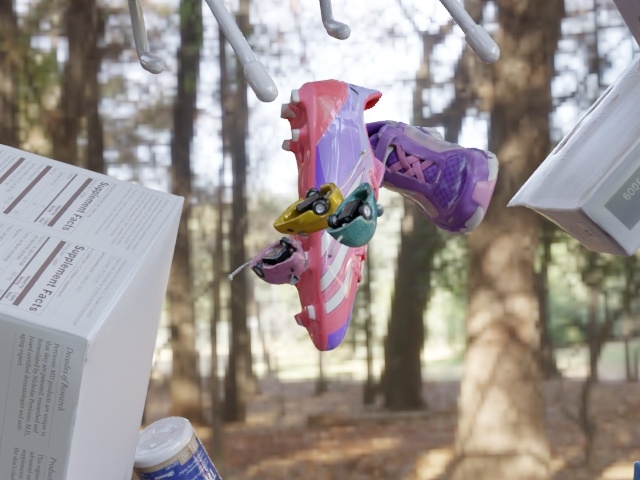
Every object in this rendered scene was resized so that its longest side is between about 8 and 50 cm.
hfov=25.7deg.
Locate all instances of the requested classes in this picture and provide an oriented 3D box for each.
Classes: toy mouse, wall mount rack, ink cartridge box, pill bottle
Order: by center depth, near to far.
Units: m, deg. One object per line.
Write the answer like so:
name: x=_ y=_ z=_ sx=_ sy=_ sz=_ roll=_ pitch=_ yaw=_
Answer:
toy mouse: x=0.000 y=0.000 z=1.126 sx=0.161 sy=0.031 sz=0.143 roll=-36 pitch=22 yaw=-3
wall mount rack: x=-0.020 y=-0.206 z=1.223 sx=0.350 sy=0.131 sz=0.304 roll=-14 pitch=14 yaw=-23
pill bottle: x=-0.127 y=0.230 z=1.311 sx=0.067 sy=0.120 sz=0.067 roll=-22 pitch=23 yaw=10
ink cartridge box: x=0.391 y=-0.127 z=1.710 sx=0.091 sy=0.308 sz=0.385 roll=41 pitch=-2 yaw=-4

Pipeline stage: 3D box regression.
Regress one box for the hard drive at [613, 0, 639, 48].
hard drive: x=0.391 y=-0.291 z=1.311 sx=0.307 sy=0.203 sz=0.040 roll=-46 pitch=27 yaw=-19

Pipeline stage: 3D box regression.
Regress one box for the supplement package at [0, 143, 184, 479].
supplement package: x=-0.207 y=0.103 z=0.960 sx=0.145 sy=0.262 sz=0.204 roll=17 pitch=29 yaw=4

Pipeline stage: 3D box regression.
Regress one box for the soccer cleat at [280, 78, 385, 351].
soccer cleat: x=0.018 y=-0.026 z=1.255 sx=0.095 sy=0.248 sz=0.083 roll=-1 pitch=-13 yaw=-14

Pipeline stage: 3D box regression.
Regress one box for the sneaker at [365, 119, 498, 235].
sneaker: x=0.101 y=-0.076 z=1.479 sx=0.104 sy=0.095 sz=0.236 roll=20 pitch=7 yaw=-25

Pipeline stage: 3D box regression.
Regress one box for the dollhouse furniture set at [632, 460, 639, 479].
dollhouse furniture set: x=0.434 y=0.329 z=1.201 sx=0.198 sy=0.303 sz=0.286 roll=-5 pitch=8 yaw=-33
